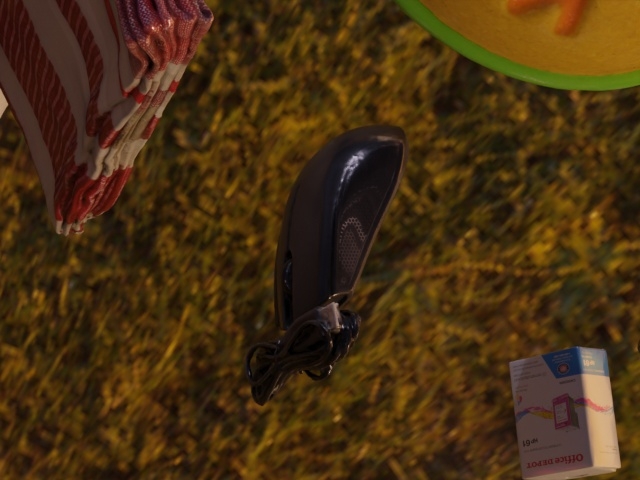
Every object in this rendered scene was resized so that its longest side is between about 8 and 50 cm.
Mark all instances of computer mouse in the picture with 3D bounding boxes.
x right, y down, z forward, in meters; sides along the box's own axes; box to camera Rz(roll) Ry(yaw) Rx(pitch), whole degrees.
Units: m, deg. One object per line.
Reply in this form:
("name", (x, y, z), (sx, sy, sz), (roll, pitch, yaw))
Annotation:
("computer mouse", (0.000, 0.000, 1.574), (0.072, 0.188, 0.272), (29, 61, -15))

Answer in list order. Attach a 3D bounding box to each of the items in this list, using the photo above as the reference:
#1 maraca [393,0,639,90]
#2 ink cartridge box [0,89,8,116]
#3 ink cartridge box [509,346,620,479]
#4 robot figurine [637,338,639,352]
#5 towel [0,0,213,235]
("maraca", (0.053, -0.123, 0.506), (0.186, 0.099, 0.127), (37, 88, -12))
("ink cartridge box", (-0.317, -0.136, 1.474), (0.056, 0.181, 0.224), (9, 51, 11))
("ink cartridge box", (0.243, 0.174, 1.786), (0.052, 0.088, 0.122), (8, 70, -46))
("robot figurine", (0.387, 0.016, 1.510), (0.085, 0.211, 0.291), (49, 50, -1))
("towel", (-0.150, -0.148, 0.913), (0.037, 0.329, 0.237), (-22, 81, -20))
